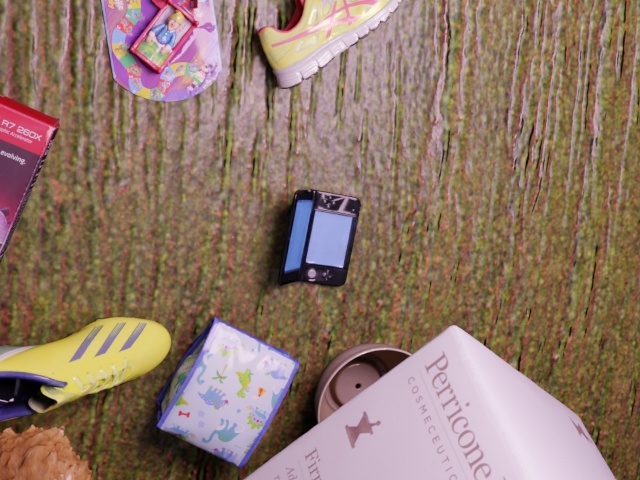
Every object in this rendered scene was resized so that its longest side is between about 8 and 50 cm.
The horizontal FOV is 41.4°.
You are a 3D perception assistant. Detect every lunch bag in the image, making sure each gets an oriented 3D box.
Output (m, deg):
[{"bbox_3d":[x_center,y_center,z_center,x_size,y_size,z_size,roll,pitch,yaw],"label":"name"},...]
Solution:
[{"bbox_3d":[-0.118,0.186,1.070,0.128,0.096,0.151,29,101,-17],"label":"lunch bag"}]

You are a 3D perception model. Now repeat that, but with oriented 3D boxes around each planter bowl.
[{"bbox_3d":[0.062,0.204,1.113,0.162,0.109,0.162,-3,101,-14],"label":"planter bowl"}]

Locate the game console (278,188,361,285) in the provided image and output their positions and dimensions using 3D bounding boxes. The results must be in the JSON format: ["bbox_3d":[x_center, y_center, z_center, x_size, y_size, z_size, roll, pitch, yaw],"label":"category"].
[{"bbox_3d":[0.000,0.000,1.082,0.107,0.071,0.122,9,98,-16],"label":"game console"}]

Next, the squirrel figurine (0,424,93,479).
[{"bbox_3d":[-0.312,0.390,0.946,0.280,0.370,0.397,-13,78,-11],"label":"squirrel figurine"}]

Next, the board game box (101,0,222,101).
[{"bbox_3d":[-0.187,-0.251,1.009,0.133,0.033,0.169,-9,101,-13],"label":"board game box"}]

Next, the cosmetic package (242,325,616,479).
[{"bbox_3d":[0.139,0.377,0.945,0.393,0.329,0.327,-40,132,16],"label":"cosmetic package"}]

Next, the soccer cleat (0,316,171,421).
[{"bbox_3d":[-0.293,0.157,0.970,0.289,0.121,0.094,-7,115,-38],"label":"soccer cleat"}]

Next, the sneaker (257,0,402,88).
[{"bbox_3d":[0.014,-0.279,1.033,0.208,0.081,0.094,-38,104,-5],"label":"sneaker"}]

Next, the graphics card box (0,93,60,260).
[{"bbox_3d":[-0.473,-0.012,0.944,0.232,0.094,0.371,24,94,-18],"label":"graphics card box"}]
